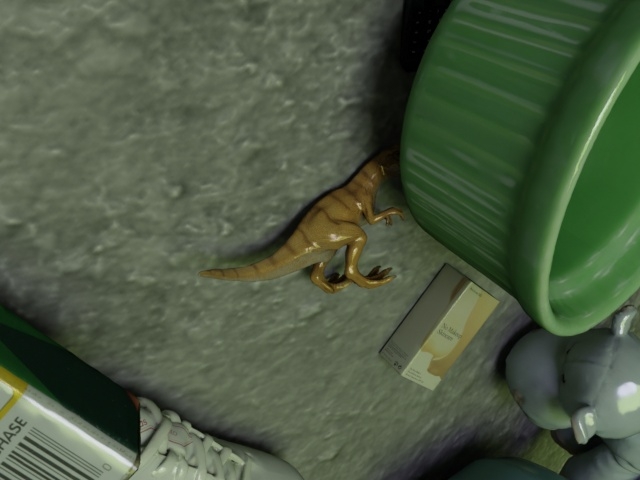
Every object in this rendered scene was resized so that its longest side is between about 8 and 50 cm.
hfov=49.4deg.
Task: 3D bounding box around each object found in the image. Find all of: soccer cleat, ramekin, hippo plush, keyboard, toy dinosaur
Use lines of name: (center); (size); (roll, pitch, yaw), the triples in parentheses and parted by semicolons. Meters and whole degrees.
soccer cleat: (-0.127, 0.186, 0.541); (0.331, 0.116, 0.143); (11, 113, -36)
ramekin: (0.201, -0.092, 0.536); (0.303, 0.148, 0.303); (-29, 136, -31)
hippo plush: (0.327, 0.204, 0.758); (0.237, 0.294, 0.234); (25, 79, -32)
keyboard: (0.153, -0.192, 0.560); (0.192, 0.038, 0.100); (-17, 124, -26)
toy dinosaur: (0.000, 0.000, 0.567); (0.211, 0.064, 0.112); (-40, 118, -21)

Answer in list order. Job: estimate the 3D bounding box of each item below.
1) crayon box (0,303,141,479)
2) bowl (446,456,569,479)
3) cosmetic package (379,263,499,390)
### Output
crayon box: (-0.283, 0.087, 0.364); (0.318, 0.081, 0.202); (42, 91, -19)
bowl: (0.239, 0.367, 0.788); (0.163, 0.312, 0.311); (-48, 133, -22)
cosmetic package: (0.119, 0.087, 0.694); (0.060, 0.041, 0.115); (30, 98, -40)
